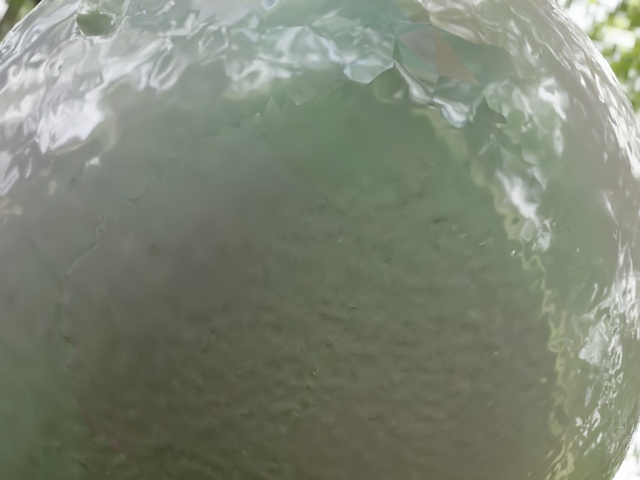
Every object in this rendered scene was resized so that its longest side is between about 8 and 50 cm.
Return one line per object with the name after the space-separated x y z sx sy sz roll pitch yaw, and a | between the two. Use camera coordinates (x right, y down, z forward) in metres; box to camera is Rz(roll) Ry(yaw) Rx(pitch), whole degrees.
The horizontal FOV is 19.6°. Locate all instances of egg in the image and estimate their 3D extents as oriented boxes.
0.000 0.000 0.827 0.354 0.354 0.340 23 -31 -7 | egg
